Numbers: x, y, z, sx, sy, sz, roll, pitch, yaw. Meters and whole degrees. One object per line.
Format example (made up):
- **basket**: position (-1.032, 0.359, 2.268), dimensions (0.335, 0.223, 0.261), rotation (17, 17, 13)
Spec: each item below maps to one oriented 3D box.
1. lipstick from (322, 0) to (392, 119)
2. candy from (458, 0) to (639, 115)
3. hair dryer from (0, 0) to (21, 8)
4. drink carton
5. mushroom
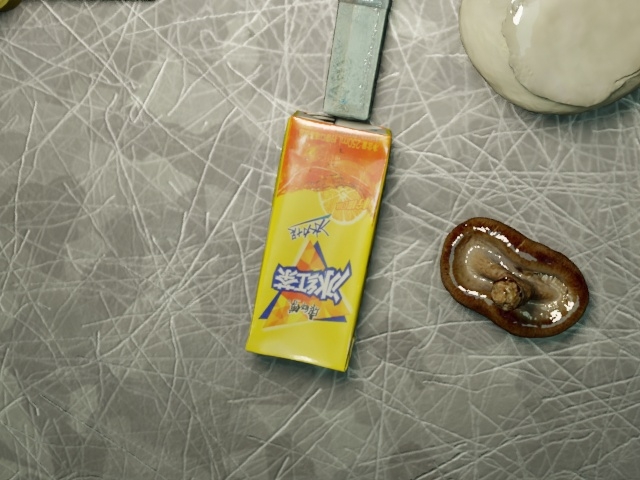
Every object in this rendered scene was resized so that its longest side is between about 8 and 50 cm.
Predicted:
- **lipstick**: position (0.060, -0.314, 1.570), dimensions (0.076, 0.077, 0.290), rotation (9, 102, 2)
- **candy**: position (0.326, -0.304, 1.500), dimensions (0.295, 0.185, 0.295), rotation (-2, 98, -12)
- **hair dryer**: position (-0.372, -0.365, 1.575), dimensions (0.278, 0.135, 0.090), rotation (0, 102, -6)
- **drink carton**: position (0.000, 0.000, 1.617), dimensions (0.154, 0.111, 0.351), rotation (12, 101, 3)
- **mushroom**: position (0.275, 0.071, 1.556), dimensions (0.227, 0.217, 0.148), rotation (21, 101, 0)
